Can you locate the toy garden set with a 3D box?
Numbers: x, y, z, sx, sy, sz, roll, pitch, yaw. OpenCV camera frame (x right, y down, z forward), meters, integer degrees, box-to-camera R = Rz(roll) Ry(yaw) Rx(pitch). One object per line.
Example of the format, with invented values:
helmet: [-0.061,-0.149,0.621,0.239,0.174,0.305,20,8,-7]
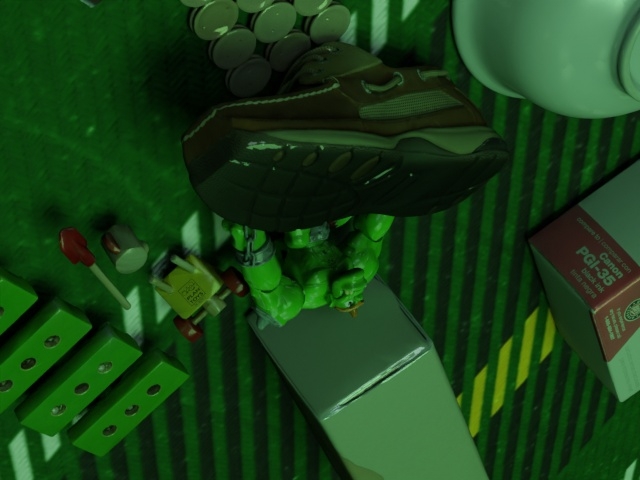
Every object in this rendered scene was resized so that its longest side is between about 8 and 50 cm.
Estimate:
toy garden set: [-0.188,0.061,1.304,0.204,0.049,0.244,-43,143,9]

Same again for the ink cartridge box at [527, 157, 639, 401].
ink cartridge box: [0.370,0.004,1.654,0.283,0.117,0.207,-35,143,-5]

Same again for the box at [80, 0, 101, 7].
box: [-0.055,-0.325,0.843,0.381,0.191,0.143,-39,157,8]

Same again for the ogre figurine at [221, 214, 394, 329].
ogre figurine: [0.000,0.000,1.357,0.197,0.097,0.118,-45,143,-54]

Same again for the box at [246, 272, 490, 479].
box: [0.054,0.159,1.531,0.121,0.148,0.311,-34,142,-6]

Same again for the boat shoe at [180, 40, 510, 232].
boat shoe: [0.013,-0.085,1.250,0.122,0.119,0.324,-36,159,33]

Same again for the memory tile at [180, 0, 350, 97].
memory tile: [-0.042,-0.175,1.203,0.113,0.012,0.148,-35,144,-5]

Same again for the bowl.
bowl: [0.265,-0.206,1.331,0.298,0.134,0.297,-24,141,-21]
